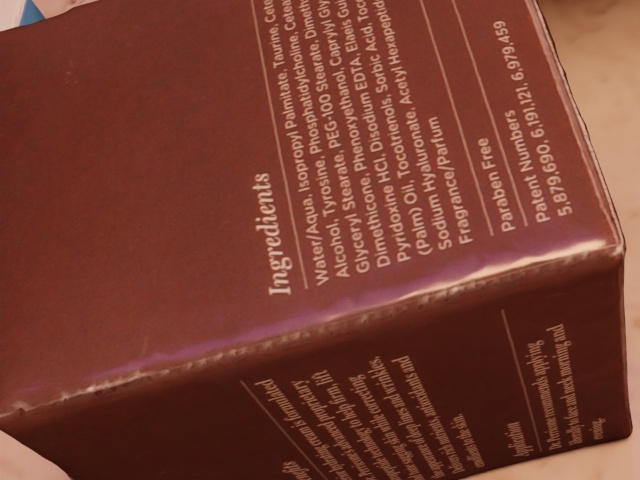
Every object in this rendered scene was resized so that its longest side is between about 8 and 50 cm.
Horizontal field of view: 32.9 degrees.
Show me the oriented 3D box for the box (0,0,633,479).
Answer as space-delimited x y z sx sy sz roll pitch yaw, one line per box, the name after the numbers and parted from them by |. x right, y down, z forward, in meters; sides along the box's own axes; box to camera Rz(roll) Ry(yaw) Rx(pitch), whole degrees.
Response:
0.000 0.000 0.426 0.203 0.168 0.167 -15 59 7 | box

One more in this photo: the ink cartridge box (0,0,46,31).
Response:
-0.160 -0.062 0.540 0.088 0.122 0.052 -2 64 17 | ink cartridge box
